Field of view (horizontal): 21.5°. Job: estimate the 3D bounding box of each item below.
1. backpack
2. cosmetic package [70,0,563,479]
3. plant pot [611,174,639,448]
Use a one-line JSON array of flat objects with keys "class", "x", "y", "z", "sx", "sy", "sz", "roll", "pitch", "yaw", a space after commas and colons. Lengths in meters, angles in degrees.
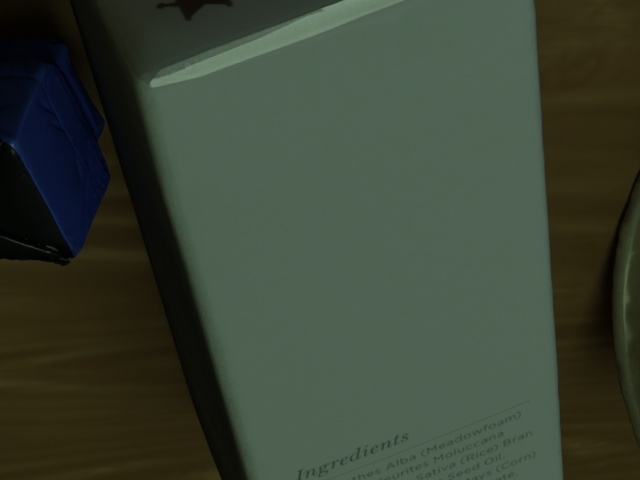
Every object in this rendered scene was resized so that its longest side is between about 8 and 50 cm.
[{"class": "backpack", "x": -0.170, "y": -0.045, "z": 0.807, "sx": 0.120, "sy": 0.101, "sz": 0.098, "roll": 0, "pitch": 135, "yaw": 19}, {"class": "cosmetic package", "x": 0.000, "y": 0.000, "z": 0.836, "sx": 0.161, "sy": 0.230, "sz": 0.453, "roll": -20, "pitch": 137, "yaw": -8}, {"class": "plant pot", "x": 0.405, "y": 0.047, "z": 1.037, "sx": 0.305, "sy": 0.334, "sz": 0.334, "roll": -12, "pitch": 135, "yaw": -30}]
